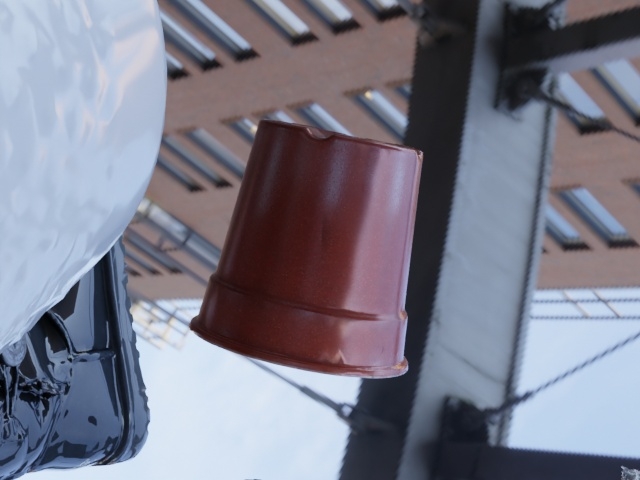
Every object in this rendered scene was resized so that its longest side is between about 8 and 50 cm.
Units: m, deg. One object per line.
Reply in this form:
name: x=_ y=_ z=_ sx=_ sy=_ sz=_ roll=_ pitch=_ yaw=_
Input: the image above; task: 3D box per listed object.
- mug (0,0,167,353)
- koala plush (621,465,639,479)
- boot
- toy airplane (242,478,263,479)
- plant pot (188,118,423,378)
mug: x=-0.246 y=-0.075 z=0.375 sx=0.276 sy=0.374 sz=0.328 roll=-2 pitch=-158 yaw=17
koala plush: x=0.309 y=0.263 z=0.940 sx=0.196 sy=0.221 sz=0.203 roll=17 pitch=-118 yaw=18
boot: x=-0.335 y=0.036 z=0.941 sx=0.146 sy=0.445 sz=0.367 roll=-27 pitch=-105 yaw=23
toy airplane: x=-0.127 y=0.334 z=0.692 sx=0.386 sy=0.272 sz=0.384 roll=-13 pitch=-111 yaw=55
plant pot: x=0.000 y=0.000 z=1.383 sx=0.272 sy=0.272 sz=0.265 roll=20 pitch=-80 yaw=55
